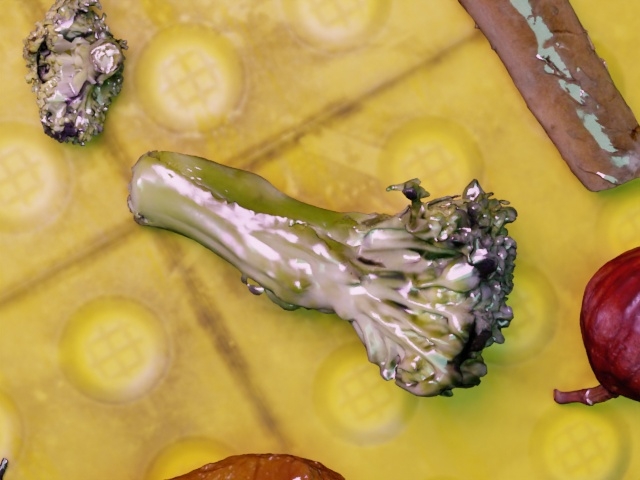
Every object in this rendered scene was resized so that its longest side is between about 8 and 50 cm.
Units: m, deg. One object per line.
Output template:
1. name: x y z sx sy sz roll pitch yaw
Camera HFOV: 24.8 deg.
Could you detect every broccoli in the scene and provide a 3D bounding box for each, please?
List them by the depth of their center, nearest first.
1. broccoli: -0.176 -0.127 1.054 0.097 0.092 0.095 -47 112 -18
2. broccoli: -0.001 0.003 1.079 0.304 0.145 0.165 19 104 3

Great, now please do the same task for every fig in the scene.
1. fig: 0.244 0.070 1.106 0.150 0.128 0.128 -19 98 1

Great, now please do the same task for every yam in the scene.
1. yam: 0.147 -0.175 1.095 0.071 0.067 0.317 -36 100 -15

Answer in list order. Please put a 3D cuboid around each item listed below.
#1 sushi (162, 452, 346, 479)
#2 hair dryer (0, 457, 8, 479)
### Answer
1. sushi: -0.084 0.253 1.084 0.287 0.140 0.149 -21 60 -4
2. hair dryer: -0.270 0.200 1.113 0.079 0.031 0.083 25 79 1
